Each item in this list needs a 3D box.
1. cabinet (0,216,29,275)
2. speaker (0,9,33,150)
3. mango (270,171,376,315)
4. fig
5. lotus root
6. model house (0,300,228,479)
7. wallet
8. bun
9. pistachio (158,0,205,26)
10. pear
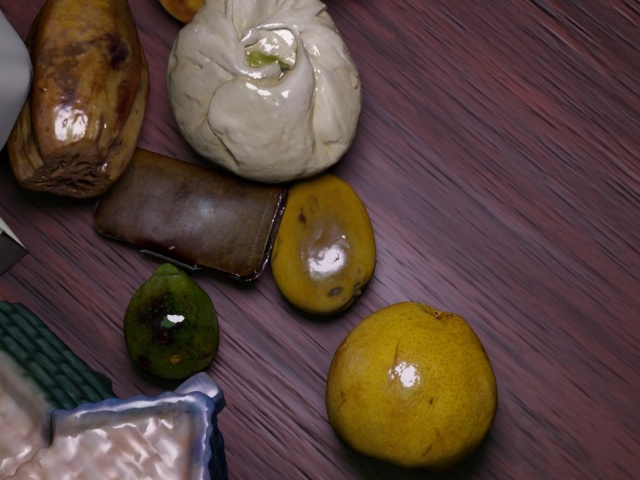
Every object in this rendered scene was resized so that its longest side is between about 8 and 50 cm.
[{"bbox_3d":[-0.511,0.014,1.651,0.206,0.150,0.145,-40,79,-6],"label":"cabinet"},{"bbox_3d":[-0.545,-0.279,1.620,0.406,0.184,0.183,51,123,28],"label":"speaker"},{"bbox_3d":[0.000,0.000,1.659,0.137,0.098,0.195,-12,73,4],"label":"mango"},{"bbox_3d":[-0.192,0.095,1.655,0.123,0.123,0.156,-12,39,0],"label":"fig"},{"bbox_3d":[-0.301,-0.197,1.665,0.193,0.193,0.291,1,66,3],"label":"lotus root"},{"bbox_3d":[-0.298,0.301,1.504,0.445,0.395,0.400,37,70,21],"label":"model house"},{"bbox_3d":[-0.174,-0.036,1.678,0.255,0.031,0.137,17,84,22],"label":"wallet"},{"bbox_3d":[-0.075,-0.201,1.606,0.259,0.160,0.259,-1,83,7],"label":"bun"},{"bbox_3d":[-0.136,-0.332,1.733,0.189,0.100,0.110,11,59,2],"label":"pistachio"},{"bbox_3d":[0.112,0.175,1.566,0.209,0.209,0.208,0,79,2],"label":"pear"}]
